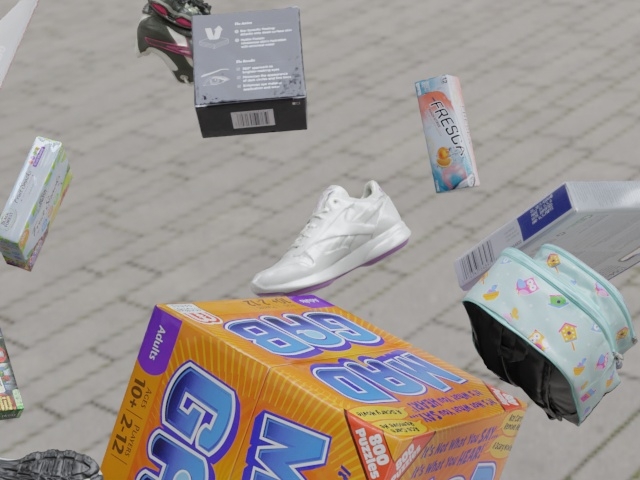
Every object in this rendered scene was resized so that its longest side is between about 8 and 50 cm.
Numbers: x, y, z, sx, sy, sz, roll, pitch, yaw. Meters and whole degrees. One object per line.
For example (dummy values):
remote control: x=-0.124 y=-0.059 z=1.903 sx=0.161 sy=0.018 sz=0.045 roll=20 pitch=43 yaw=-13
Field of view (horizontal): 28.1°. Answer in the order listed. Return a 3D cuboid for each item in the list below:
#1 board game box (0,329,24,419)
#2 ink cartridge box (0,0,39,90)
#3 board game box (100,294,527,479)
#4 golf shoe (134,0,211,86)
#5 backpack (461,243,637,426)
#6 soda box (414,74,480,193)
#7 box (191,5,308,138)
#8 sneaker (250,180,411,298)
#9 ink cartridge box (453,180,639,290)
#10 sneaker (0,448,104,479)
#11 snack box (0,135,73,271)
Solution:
board game box: x=-0.491 y=0.124 z=1.693 sx=0.136 sy=0.030 sz=0.259 roll=-5 pitch=57 yaw=-34
ink cartridge box: x=-0.387 y=-0.260 z=1.237 sx=0.261 sy=0.296 sz=0.066 roll=21 pitch=-11 yaw=3
board game box: x=-0.023 y=0.302 z=1.585 sx=0.356 sy=0.356 sz=0.356 roll=26 pitch=13 yaw=29
golf shoe: x=-0.158 y=-0.283 z=1.972 sx=0.273 sy=0.120 sz=0.105 roll=31 pitch=21 yaw=9
backpack: x=0.237 y=0.089 z=1.335 sx=0.144 sy=0.188 sz=0.166 roll=-48 pitch=60 yaw=-2
soda box: x=0.202 y=-0.169 z=2.033 sx=0.058 sy=0.183 sz=0.063 roll=-13 pitch=-2 yaw=25
box: x=-0.100 y=-0.239 z=1.822 sx=0.156 sy=0.093 sz=0.158 roll=-4 pitch=64 yaw=0
sneaker: x=0.000 y=0.000 z=2.138 sx=0.305 sy=0.152 sz=0.114 roll=-26 pitch=2 yaw=-28
ink cartridge box: x=0.308 y=-0.004 z=1.505 sx=0.224 sy=0.045 sz=0.223 roll=0 pitch=-25 yaw=-32
sneaker: x=-0.382 y=0.289 z=1.475 sx=0.271 sy=0.108 sz=0.100 roll=10 pitch=55 yaw=3
snack box: x=-0.353 y=-0.045 z=1.579 sx=0.037 sy=0.100 sz=0.141 roll=17 pitch=69 yaw=5
